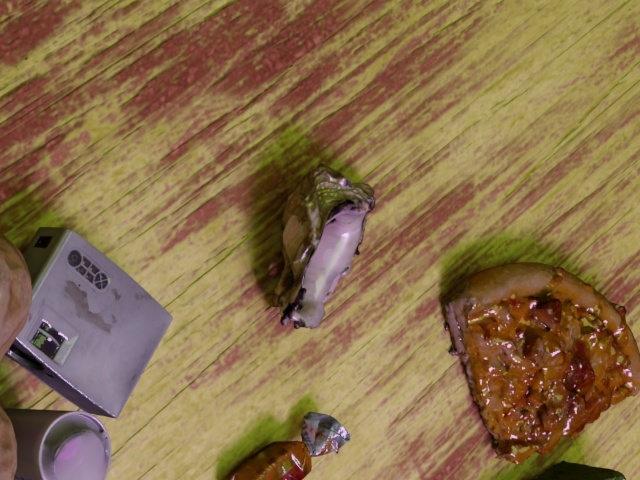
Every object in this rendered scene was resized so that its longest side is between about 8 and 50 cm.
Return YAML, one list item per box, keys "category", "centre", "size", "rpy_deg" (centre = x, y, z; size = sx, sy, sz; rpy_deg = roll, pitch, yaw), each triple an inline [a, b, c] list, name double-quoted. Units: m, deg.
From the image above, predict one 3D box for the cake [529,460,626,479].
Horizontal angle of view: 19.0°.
- category: "cake"
  centre: [0.234, 0.326, 2.130]
  size: [0.235, 0.099, 0.100]
  rpy_deg: [-17, 105, -29]

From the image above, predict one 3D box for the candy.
- category: "candy"
  centre: [-0.048, 0.227, 1.873]
  size: [0.182, 0.046, 0.053]
  rpy_deg: [-34, 117, -31]

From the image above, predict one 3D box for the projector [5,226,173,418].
- category: "projector"
  centre: [-0.217, 0.074, 1.697]
  size: [0.147, 0.061, 0.115]
  rpy_deg: [44, 62, -35]

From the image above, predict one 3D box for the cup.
- category: "cup"
  centre: [-0.232, 0.190, 1.650]
  size: [0.104, 0.116, 0.074]
  rpy_deg: [54, 57, -29]

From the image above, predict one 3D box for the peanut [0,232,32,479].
- category: "peanut"
  centre: [-0.309, 0.132, 1.566]
  size: [0.136, 0.120, 0.298]
  rpy_deg: [10, 83, -11]

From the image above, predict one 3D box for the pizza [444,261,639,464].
- category: "pizza"
  centre: [0.255, 0.145, 2.127]
  size: [0.335, 0.086, 0.226]
  rpy_deg: [28, 71, -42]

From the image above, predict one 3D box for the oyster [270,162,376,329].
- category: "oyster"
  centre: [0.000, 0.000, 1.901]
  size: [0.191, 0.081, 0.163]
  rpy_deg: [-28, 136, -54]
